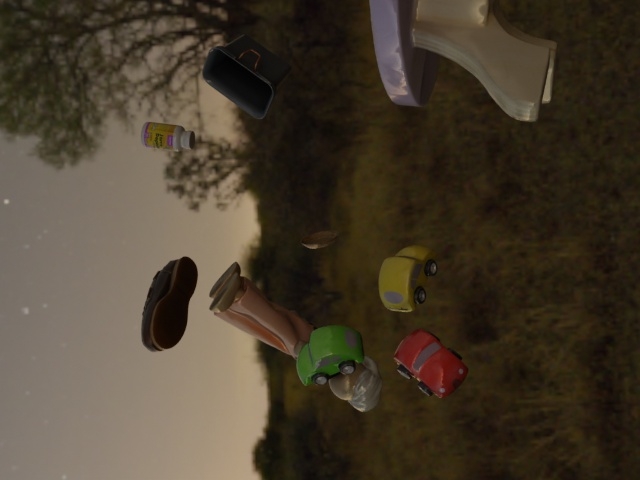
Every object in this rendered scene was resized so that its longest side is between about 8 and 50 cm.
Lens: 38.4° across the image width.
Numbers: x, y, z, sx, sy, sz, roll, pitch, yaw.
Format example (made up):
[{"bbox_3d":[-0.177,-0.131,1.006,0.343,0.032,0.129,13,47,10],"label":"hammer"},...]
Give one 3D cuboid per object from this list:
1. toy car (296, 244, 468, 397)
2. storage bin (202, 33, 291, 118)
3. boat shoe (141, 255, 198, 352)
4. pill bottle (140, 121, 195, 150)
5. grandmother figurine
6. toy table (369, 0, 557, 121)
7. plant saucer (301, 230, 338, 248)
[{"bbox_3d":[0.059,0.119,1.166,0.053,0.225,0.239,49,-156,-40],"label":"toy car"},{"bbox_3d":[-0.118,-0.295,1.580,0.091,0.135,0.098,-51,-6,-41],"label":"storage bin"},{"bbox_3d":[-0.265,0.115,1.564,0.073,0.073,0.207,54,-151,-27],"label":"boat shoe"},{"bbox_3d":[-0.253,-0.172,1.527,0.043,0.083,0.043,8,-90,-80],"label":"pill bottle"},{"bbox_3d":[-0.033,0.173,1.558,0.104,0.342,0.208,-48,15,16],"label":"grandmother figurine"},{"bbox_3d":[0.148,-0.229,0.875,0.274,0.160,0.252,56,-135,-67],"label":"toy table"},{"bbox_3d":[0.000,0.000,1.966,0.083,0.083,0.015,-99,-5,-73],"label":"plant saucer"}]
